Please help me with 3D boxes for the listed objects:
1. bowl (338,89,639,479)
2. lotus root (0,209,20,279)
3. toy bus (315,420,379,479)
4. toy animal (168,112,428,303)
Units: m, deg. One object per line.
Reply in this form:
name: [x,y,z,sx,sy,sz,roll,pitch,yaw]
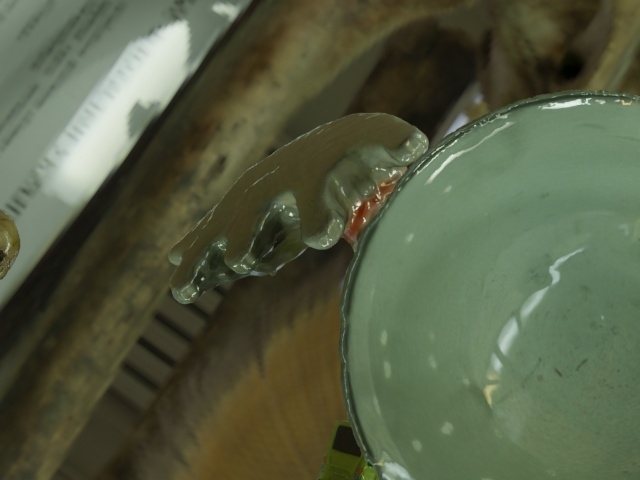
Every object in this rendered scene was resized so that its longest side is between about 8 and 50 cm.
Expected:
bowl: [0.181,0.063,0.944,0.313,0.313,0.146,-58,164,12]
lotus root: [-0.293,-0.003,1.216,0.072,0.152,0.063,-29,118,-24]
toy bus: [0.092,0.256,1.552,0.088,0.175,0.101,2,-105,59]
toy animal: [0.000,0.000,1.599,0.308,0.266,0.188,-49,126,1]
